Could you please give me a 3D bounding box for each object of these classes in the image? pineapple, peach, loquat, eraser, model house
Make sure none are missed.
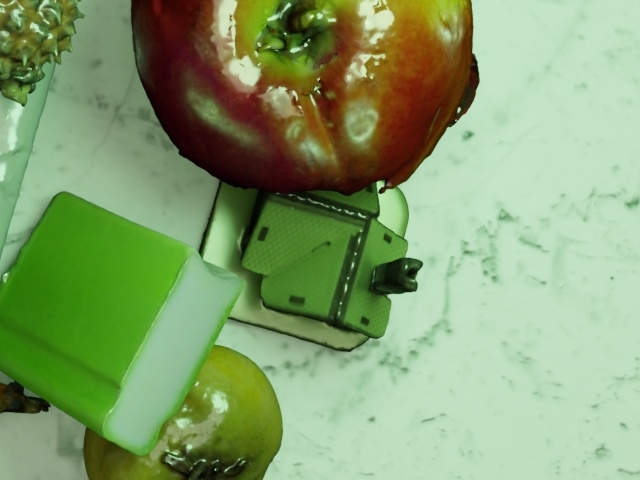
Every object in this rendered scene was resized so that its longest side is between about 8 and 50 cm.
[{"bbox_3d":[-0.297,-0.220,1.657,0.166,0.166,0.193,-10,97,-8],"label":"pineapple"},{"bbox_3d":[-0.006,-0.228,1.780,0.339,0.416,0.353,5,97,6],"label":"peach"},{"bbox_3d":[-0.134,0.210,1.849,0.213,0.213,0.213,0,89,-8],"label":"loquat"},{"bbox_3d":[-0.223,0.079,1.807,0.092,0.274,0.210,34,80,-40],"label":"eraser"},{"bbox_3d":[0.000,0.000,1.838,0.218,0.279,0.204,16,85,-8],"label":"model house"}]

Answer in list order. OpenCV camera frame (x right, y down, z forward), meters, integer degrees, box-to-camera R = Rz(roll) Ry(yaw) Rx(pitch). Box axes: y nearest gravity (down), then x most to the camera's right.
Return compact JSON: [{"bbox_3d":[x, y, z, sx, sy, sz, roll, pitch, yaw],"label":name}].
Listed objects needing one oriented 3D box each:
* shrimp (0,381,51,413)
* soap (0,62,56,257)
[{"bbox_3d":[-0.422,0.183,1.865,0.254,0.059,0.145,19,122,-25],"label":"shrimp"},{"bbox_3d":[-0.464,-0.122,1.808,0.350,0.213,0.435,14,86,-11],"label":"soap"}]
